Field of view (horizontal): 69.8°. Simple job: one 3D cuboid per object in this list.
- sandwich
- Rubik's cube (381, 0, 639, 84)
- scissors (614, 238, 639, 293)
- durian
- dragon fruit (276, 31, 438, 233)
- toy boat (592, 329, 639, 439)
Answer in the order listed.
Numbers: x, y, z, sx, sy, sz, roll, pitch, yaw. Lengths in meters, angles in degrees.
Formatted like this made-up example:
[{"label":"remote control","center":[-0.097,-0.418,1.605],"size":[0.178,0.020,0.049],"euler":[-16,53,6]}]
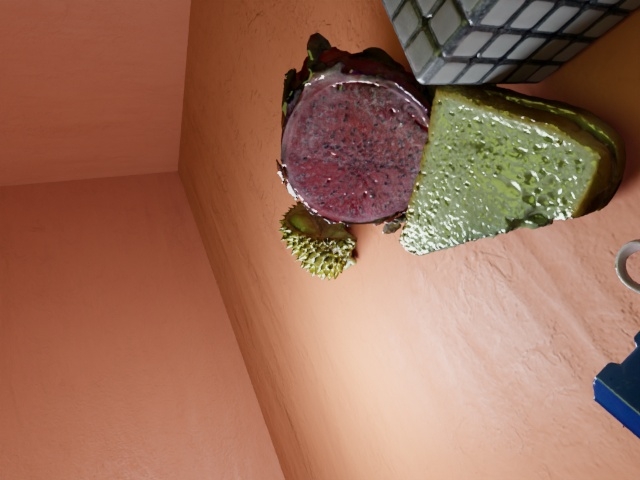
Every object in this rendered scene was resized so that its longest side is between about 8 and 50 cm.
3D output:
[{"label":"sandwich","center":[0.244,-0.061,0.639],"size":[0.254,0.099,0.288],"euler":[35,133,31]},{"label":"Rubik's cube","center":[0.216,-0.337,0.512],"size":[0.238,0.237,0.237],"euler":[-44,62,59]},{"label":"scissors","center":[0.429,0.066,0.468],"size":[0.242,0.030,0.118],"euler":[55,139,37]},{"label":"durian","center":[0.000,0.000,1.166],"size":[0.172,0.166,0.306],"euler":[59,169,-28]},{"label":"dragon fruit","center":[0.079,-0.217,0.831],"size":[0.263,0.296,0.314],"euler":[-79,-2,-53]},{"label":"toy boat","center":[0.433,0.215,0.441],"size":[0.129,0.088,0.295],"euler":[-50,47,5]}]
